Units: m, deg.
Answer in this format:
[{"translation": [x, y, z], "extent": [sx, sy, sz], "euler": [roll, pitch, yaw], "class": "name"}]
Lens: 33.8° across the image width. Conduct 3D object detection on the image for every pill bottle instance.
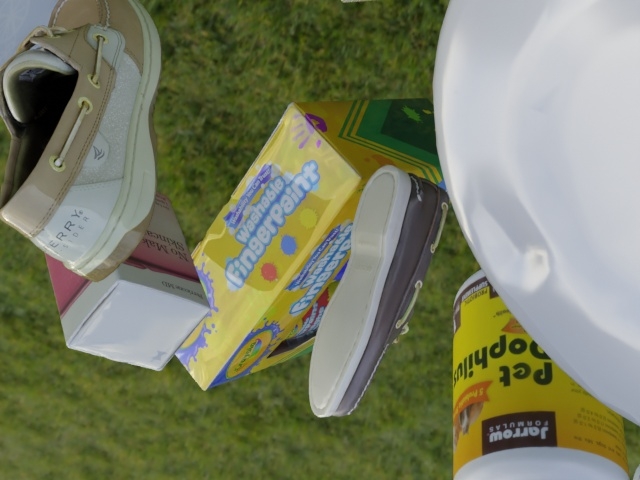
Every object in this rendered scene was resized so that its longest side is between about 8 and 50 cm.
[{"translation": [0.151, 0.126, 0.737], "extent": [0.117, 0.215, 0.117], "euler": [3, 143, 2], "class": "pill bottle"}, {"translation": [0.231, -0.085, 0.408], "extent": [0.204, 0.361, 0.204], "euler": [30, 134, 37], "class": "pill bottle"}]

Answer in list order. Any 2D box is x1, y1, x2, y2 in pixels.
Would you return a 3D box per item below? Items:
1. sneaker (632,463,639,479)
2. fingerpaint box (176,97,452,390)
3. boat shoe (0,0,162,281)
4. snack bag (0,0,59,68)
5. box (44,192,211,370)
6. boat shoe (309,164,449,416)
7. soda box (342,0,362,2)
[{"translation": [0.347, 0.236, 0.956], "extent": [0.086, 0.226, 0.163], "euler": [47, 138, 6], "class": "sneaker"}, {"translation": [0.000, 0.000, 1.632], "extent": [0.163, 0.371, 0.445], "euler": [48, 120, 20], "class": "fingerpaint box"}, {"translation": [-0.083, -0.049, 0.352], "extent": [0.045, 0.135, 0.050], "euler": [29, 121, -36], "class": "boat shoe"}, {"translation": [-0.214, -0.251, 0.870], "extent": [0.037, 0.342, 0.323], "euler": [31, 133, 3], "class": "snack bag"}, {"translation": [-0.262, 0.035, 1.389], "extent": [0.149, 0.232, 0.127], "euler": [22, 119, -40], "class": "box"}, {"translation": [0.074, 0.073, 1.320], "extent": [0.097, 0.324, 0.116], "euler": [17, 179, -28], "class": "boat shoe"}, {"translation": [0.102, -0.349, 1.343], "extent": [0.181, 0.061, 0.058], "euler": [4, 154, 32], "class": "soda box"}]
